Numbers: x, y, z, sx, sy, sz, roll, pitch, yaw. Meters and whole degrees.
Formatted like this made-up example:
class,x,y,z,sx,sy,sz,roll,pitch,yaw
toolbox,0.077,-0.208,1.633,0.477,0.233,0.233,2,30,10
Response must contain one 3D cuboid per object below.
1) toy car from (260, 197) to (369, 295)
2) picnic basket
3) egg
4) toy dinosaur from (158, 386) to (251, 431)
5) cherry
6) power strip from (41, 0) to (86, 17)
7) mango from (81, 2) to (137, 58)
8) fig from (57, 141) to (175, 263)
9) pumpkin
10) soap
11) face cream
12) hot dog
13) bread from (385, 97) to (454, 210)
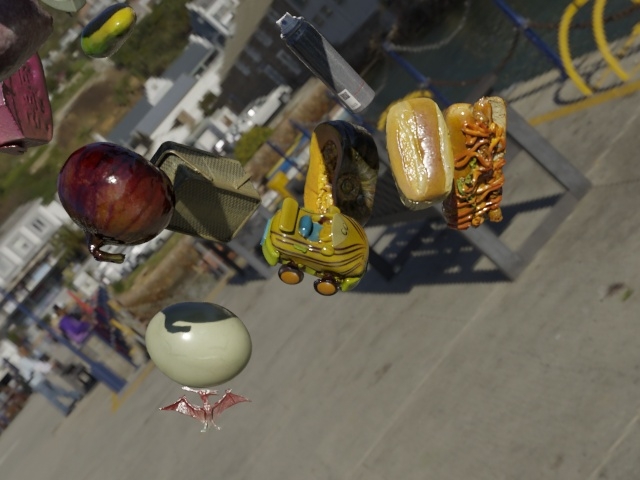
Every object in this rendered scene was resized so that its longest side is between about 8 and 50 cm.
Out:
class,x,y,z,sx,sy,sz,roll,pitch,yaw
toy car,0.000,0.000,2.041,0.142,0.248,0.200,117,165,-47
picnic basket,-0.288,-0.113,2.168,0.165,0.266,0.139,-50,50,24
egg,-0.306,0.262,2.324,0.219,0.269,0.219,-173,90,-86
toy dinosaur,-0.271,0.396,2.181,0.220,0.108,0.032,-5,-5,-13
cherry,-0.632,-0.381,1.695,0.300,0.203,0.230,-28,3,-37
power strip,-0.411,-0.423,1.373,0.029,0.080,0.227,-56,-27,-31
mango,-0.464,-0.469,2.053,0.191,0.085,0.122,-14,33,45
fig,-0.406,-0.088,1.823,0.214,0.235,0.235,-38,7,-11
pumpkin,0.045,-0.174,2.477,0.222,0.139,0.317,41,133,53
soap,-0.750,-0.365,2.190,0.127,0.325,0.220,-6,5,18
face cream,0.009,-0.409,2.107,0.073,0.283,0.073,-37,25,21
hot dog,0.364,-0.171,2.156,0.158,0.349,0.117,-16,37,-20
bread,0.216,-0.190,1.999,0.140,0.236,0.106,-11,-11,0
